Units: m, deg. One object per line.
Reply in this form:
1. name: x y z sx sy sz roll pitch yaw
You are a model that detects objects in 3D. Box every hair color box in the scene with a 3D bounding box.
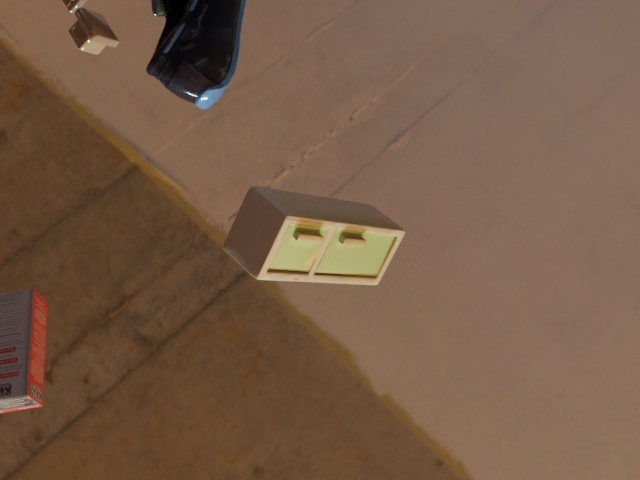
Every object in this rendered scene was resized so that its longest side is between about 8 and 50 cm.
1. hair color box: -0.373 0.132 1.050 0.071 0.043 0.141 -9 -121 4

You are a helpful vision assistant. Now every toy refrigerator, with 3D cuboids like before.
1. toy refrigerator: 0.000 0.000 1.268 0.269 0.102 0.094 7 -154 -49

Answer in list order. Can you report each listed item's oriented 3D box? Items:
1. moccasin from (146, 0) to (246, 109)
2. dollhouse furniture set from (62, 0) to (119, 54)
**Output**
1. moccasin: -0.169 -0.332 1.180 0.116 0.138 0.342 20 -138 -26
2. dollhouse furniture set: -0.372 -0.417 0.974 0.356 0.173 0.303 56 -157 14
